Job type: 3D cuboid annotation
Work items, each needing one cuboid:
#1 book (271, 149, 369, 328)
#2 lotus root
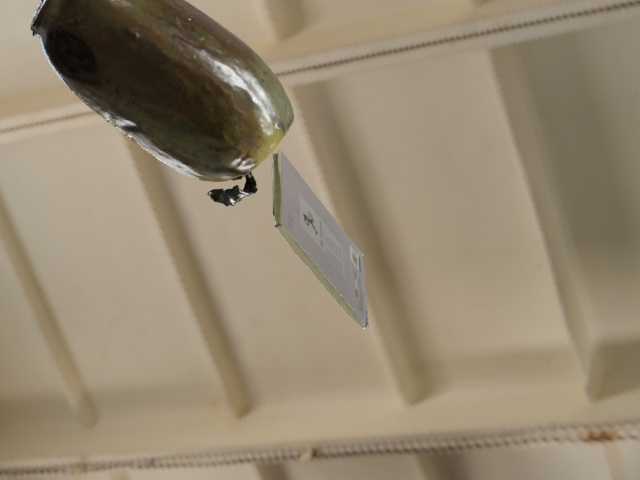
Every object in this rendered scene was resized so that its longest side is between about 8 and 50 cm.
[{"bbox_3d":[0.000,0.000,1.531,0.014,0.127,0.182,-26,-53,19],"label":"book"},{"bbox_3d":[-0.131,-0.142,1.194,0.241,0.124,0.123,37,-80,-11],"label":"lotus root"}]
